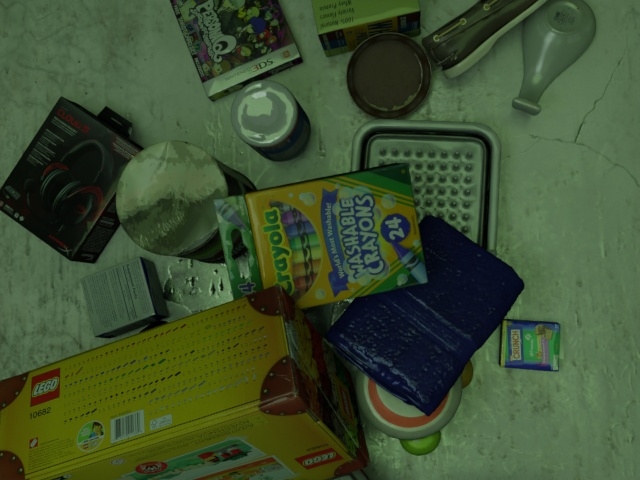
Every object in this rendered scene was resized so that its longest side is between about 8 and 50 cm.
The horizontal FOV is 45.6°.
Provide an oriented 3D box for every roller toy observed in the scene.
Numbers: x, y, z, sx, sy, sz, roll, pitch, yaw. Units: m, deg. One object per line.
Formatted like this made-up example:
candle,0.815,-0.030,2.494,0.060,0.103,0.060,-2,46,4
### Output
roller toy,0.164,0.270,1.413,0.191,0.146,0.209,28,80,13

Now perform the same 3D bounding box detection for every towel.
towel,0.187,0.128,1.346,0.228,0.076,0.308,37,76,14

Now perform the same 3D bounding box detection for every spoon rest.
spoon rest,0.436,-0.358,1.466,0.137,0.084,0.276,24,76,8

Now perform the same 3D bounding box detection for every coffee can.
coffee can,-0.235,-0.063,1.430,0.202,0.275,0.201,-1,86,9

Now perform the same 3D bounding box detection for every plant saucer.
plant saucer,0.134,-0.323,1.500,0.169,0.029,0.168,1,105,3

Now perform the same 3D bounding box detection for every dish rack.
dish rack,0.197,-0.062,1.471,0.286,0.072,0.332,3,86,9

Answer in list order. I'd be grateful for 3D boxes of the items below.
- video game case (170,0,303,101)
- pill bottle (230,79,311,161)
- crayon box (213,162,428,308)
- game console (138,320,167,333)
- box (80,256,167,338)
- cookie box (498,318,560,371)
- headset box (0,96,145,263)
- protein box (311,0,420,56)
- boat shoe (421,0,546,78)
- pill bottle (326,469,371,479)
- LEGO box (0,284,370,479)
video game case,-0.174,-0.432,1.568,0.210,0.042,0.232,-22,83,5
pill bottle,-0.086,-0.218,1.447,0.124,0.221,0.124,-1,86,8
crayon box,0.000,0.000,1.263,0.323,0.083,0.203,-12,97,-6
game console,-0.358,0.356,1.535,0.213,0.044,0.361,36,91,11
box,-0.395,0.117,1.535,0.137,0.072,0.126,-20,76,7
cookie box,0.394,0.197,1.438,0.107,0.040,0.091,3,87,9
headset box,-0.487,-0.133,1.555,0.218,0.110,0.293,34,91,10
protein box,0.080,-0.495,1.488,0.200,0.136,0.201,-12,84,6
boat shoe,0.339,-0.450,1.451,0.324,0.116,0.096,-41,104,8
pill bottle,0.075,0.542,1.309,0.176,0.176,0.318,-50,38,2
LEGO box,-0.215,0.310,1.278,0.500,0.372,0.193,-19,54,9
